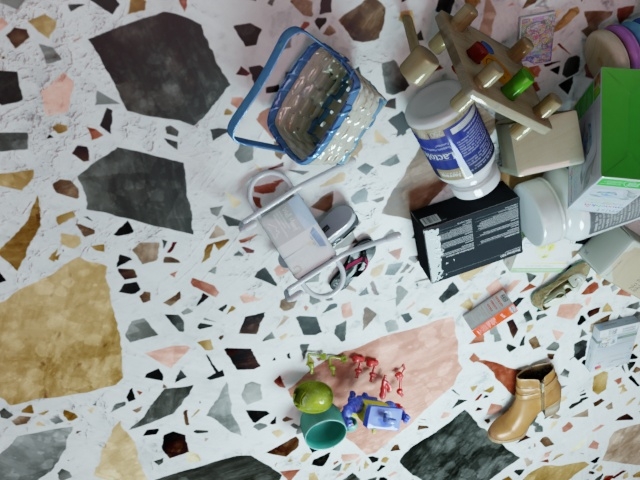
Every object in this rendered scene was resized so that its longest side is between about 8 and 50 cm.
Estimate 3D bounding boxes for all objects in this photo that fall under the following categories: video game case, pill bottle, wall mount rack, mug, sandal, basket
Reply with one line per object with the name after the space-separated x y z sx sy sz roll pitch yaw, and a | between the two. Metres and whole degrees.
0.494 -0.459 1.642 0.087 0.011 0.122 -13 127 -9 | video game case
0.315 -0.227 1.659 0.153 0.153 0.264 -33 126 7 | pill bottle
-0.006 -0.027 1.649 0.304 0.130 0.350 -33 104 -1 | wall mount rack
0.693 -0.119 1.819 0.361 0.204 0.204 -19 127 -5 | pill bottle
0.015 0.550 2.142 0.158 0.097 0.129 28 111 -32 | mug
0.090 0.072 1.867 0.067 0.040 0.179 23 114 -29 | sandal
-0.029 -0.280 1.471 0.289 0.201 0.255 11 122 -52 | basket

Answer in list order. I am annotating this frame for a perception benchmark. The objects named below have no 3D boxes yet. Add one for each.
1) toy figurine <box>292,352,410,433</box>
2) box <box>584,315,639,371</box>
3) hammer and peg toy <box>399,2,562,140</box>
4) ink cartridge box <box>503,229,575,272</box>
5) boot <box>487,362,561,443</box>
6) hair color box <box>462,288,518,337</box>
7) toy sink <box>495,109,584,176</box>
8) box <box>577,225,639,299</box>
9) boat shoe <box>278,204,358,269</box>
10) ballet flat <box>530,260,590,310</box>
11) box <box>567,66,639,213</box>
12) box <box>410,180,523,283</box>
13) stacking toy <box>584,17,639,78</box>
0.132 0.445 1.997 0.363 0.217 0.191 15 94 -26 | toy figurine
0.946 0.336 2.319 0.145 0.038 0.186 -11 125 -9 | box
0.323 -0.374 1.488 0.361 0.266 0.127 17 137 -32 | hammer and peg toy
0.620 -0.020 1.962 0.171 0.056 0.235 1 125 -18 | ink cartridge box
0.655 0.525 2.313 0.283 0.109 0.220 -23 129 -4 | boot
0.491 0.211 2.070 0.141 0.072 0.043 -36 126 10 | hair color box
0.508 -0.237 1.699 0.153 0.234 0.131 -12 98 6 | toy sink
0.913 0.071 2.071 0.311 0.121 0.148 23 115 -29 | box
0.000 0.000 1.776 0.228 0.080 0.076 -41 149 7 | boat shoe
0.715 0.140 2.092 0.206 0.067 0.073 -39 125 10 | ballet flat
0.659 -0.219 1.621 0.127 0.262 0.231 6 166 2 | box
0.381 -0.021 1.856 0.261 0.103 0.184 -18 124 -5 | box
0.788 -0.480 1.653 0.330 0.141 0.141 -26 127 -5 | stacking toy
